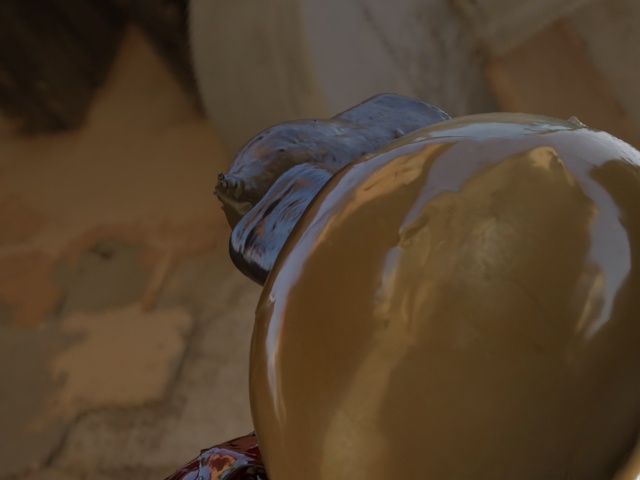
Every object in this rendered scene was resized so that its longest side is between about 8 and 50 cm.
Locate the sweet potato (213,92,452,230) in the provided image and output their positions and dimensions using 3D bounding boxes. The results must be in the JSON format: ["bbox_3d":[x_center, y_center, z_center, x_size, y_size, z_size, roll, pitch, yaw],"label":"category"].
[{"bbox_3d":[0.016,-0.048,1.781,0.157,0.369,0.158,13,-68,36],"label":"sweet potato"}]

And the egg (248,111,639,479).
[{"bbox_3d":[0.068,0.053,0.872,0.201,0.244,0.201,19,-38,16],"label":"egg"}]

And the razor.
[{"bbox_3d":[0.000,0.000,1.183,0.054,0.090,0.148,41,-5,-22],"label":"razor"}]

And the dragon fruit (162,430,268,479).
[{"bbox_3d":[-0.035,0.213,1.137,0.192,0.274,0.193,-26,-90,50],"label":"dragon fruit"}]
